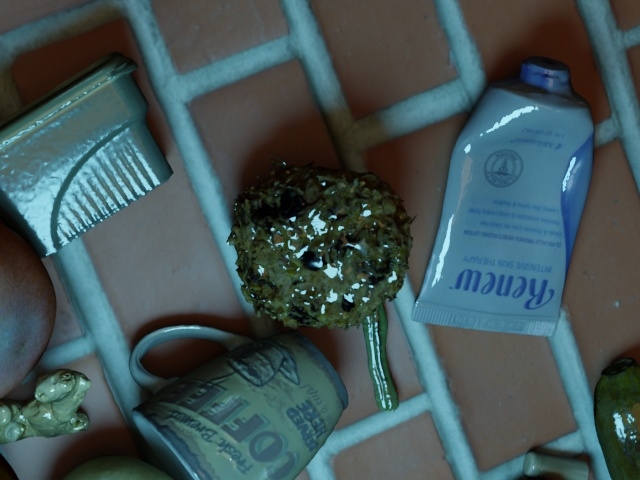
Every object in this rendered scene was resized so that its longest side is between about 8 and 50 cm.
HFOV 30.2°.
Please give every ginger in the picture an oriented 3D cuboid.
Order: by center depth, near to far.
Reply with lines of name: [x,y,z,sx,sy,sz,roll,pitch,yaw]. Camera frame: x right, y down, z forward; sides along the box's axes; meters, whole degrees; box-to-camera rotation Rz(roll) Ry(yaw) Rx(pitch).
ginger: [-0.377,0.227,1.572,0.149,0.258,0.065,-10,73,-17]

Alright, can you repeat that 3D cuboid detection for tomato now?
tomato: [-0.461,0.091,1.500,0.225,0.256,0.255,22,93,24]

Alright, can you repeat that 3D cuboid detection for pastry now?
pastry: [0.000,0.000,1.665,0.275,0.193,0.274,2,119,3]

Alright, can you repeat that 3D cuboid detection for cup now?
cup: [-0.124,0.225,1.669,0.257,0.227,0.301,-37,73,-21]

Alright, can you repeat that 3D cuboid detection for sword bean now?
sword bean: [0.085,0.127,1.762,0.043,0.038,0.269,-5,99,14]

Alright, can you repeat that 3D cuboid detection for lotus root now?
lotus root: [0.491,0.303,1.825,0.124,0.123,0.241,-21,104,-17]

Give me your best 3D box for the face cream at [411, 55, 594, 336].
face cream: [0.285,-0.062,1.755,0.235,0.137,0.420,7,108,-14]

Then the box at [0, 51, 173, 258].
box: [-0.332,-0.114,1.603,0.274,0.138,0.178,-32,108,-3]

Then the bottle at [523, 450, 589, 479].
bottle: [0.366,0.355,1.846,0.097,0.045,0.045,14,94,-11]

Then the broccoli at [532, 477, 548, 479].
broccoli: [0.331,0.435,1.811,0.146,0.138,0.162,-29,140,-1]

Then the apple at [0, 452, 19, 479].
apple: [-0.546,0.355,1.540,0.288,0.288,0.316,-38,100,-5]

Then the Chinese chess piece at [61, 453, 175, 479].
Chinese chess piece: [-0.264,0.415,1.631,0.251,0.097,0.250,13,124,20]
